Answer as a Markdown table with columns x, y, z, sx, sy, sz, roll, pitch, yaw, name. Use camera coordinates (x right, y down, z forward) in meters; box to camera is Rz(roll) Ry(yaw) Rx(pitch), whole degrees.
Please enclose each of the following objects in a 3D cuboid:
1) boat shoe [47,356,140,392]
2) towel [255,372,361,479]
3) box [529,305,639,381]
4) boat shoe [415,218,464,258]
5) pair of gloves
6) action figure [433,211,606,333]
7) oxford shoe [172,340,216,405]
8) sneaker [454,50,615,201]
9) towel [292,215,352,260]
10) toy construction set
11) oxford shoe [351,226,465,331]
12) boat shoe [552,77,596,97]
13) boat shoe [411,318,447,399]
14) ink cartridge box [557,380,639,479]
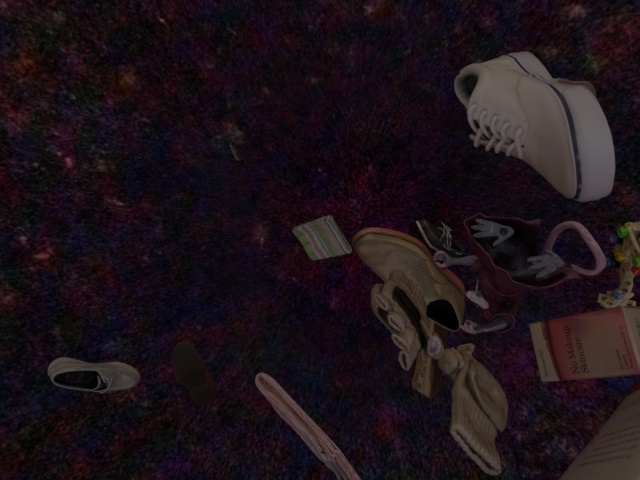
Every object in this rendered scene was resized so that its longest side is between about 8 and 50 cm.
| x | y | z | sx | sy | sz | roll | pitch | yaw | name |
| --- | --- | --- | --- | --- | --- | --- | --- | --- | --- |
| -0.577 | 0.359 | 1.240 | 0.227 | 0.081 | 0.079 | 20 | 97 | -33 | boat shoe |
| -0.030 | 0.535 | 1.328 | 0.053 | 0.332 | 0.317 | -41 | 49 | -18 | towel |
| 0.643 | 0.249 | 1.141 | 0.126 | 0.232 | 0.149 | 7 | 68 | -34 | box |
| 0.395 | -0.005 | 1.573 | 0.079 | 0.095 | 0.254 | -30 | 134 | 23 | boat shoe |
| 0.154 | 0.142 | 0.605 | 0.042 | 0.204 | 0.240 | -40 | 82 | 21 | pair of gloves |
| 0.424 | 0.071 | 1.113 | 0.275 | 0.370 | 0.248 | -16 | 59 | 4 | action figure |
| -0.331 | 0.334 | 1.255 | 0.076 | 0.076 | 0.212 | -16 | 122 | -6 | oxford shoe |
| 0.194 | -0.112 | 0.474 | 0.091 | 0.258 | 0.094 | -12 | 123 | 9 | sneaker |
| 0.000 | 0.000 | 1.233 | 0.152 | 0.023 | 0.113 | -16 | 111 | 48 | towel |
| 0.943 | 0.073 | 1.443 | 0.151 | 0.215 | 0.328 | -1 | 131 | -5 | toy construction set |
| 0.250 | 0.104 | 1.292 | 0.397 | 0.147 | 0.140 | 31 | 128 | -18 | oxford shoe |
| 0.437 | -0.255 | 0.878 | 0.065 | 0.206 | 0.075 | 21 | 107 | 47 | boat shoe |
| 0.337 | 0.363 | 1.531 | 0.089 | 0.104 | 0.285 | 15 | 107 | 40 | boat shoe |
| 0.388 | 0.248 | 0.518 | 0.306 | 0.226 | 0.131 | -40 | 66 | -16 | ink cartridge box |
